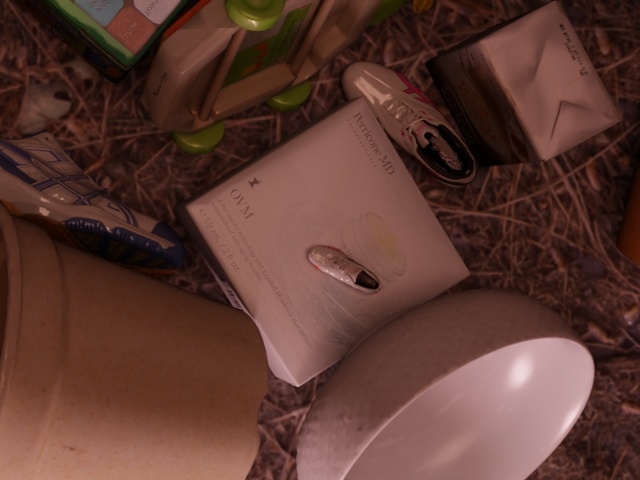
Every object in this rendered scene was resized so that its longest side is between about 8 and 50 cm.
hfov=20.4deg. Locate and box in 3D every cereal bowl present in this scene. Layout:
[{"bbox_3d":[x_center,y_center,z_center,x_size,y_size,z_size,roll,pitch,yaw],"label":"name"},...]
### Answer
[{"bbox_3d":[0.112,0.171,1.858,0.339,0.339,0.141,-33,57,-8],"label":"cereal bowl"}]

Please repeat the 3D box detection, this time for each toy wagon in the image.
[{"bbox_3d":[-0.023,-0.217,1.826,0.344,0.267,0.068,-28,76,-28],"label":"toy wagon"}]

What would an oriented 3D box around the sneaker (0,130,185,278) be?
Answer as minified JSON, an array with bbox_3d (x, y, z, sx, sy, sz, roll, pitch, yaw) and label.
[{"bbox_3d":[-0.271,-0.052,1.867,0.296,0.112,0.131,20,56,-25],"label":"sneaker"}]

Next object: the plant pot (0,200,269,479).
[{"bbox_3d":[-0.233,0.149,1.778,0.305,0.334,0.334,14,88,-29],"label":"plant pot"}]

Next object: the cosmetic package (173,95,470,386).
[{"bbox_3d":[0.000,0.000,1.901,0.224,0.138,0.224,-33,96,-9],"label":"cosmetic package"}]

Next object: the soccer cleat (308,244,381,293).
[{"bbox_3d":[0.026,0.029,1.817,0.083,0.035,0.029,31,86,-9],"label":"soccer cleat"}]

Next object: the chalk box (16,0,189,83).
[{"bbox_3d":[-0.208,-0.286,1.784,0.179,0.289,0.180,41,84,-8],"label":"chalk box"}]

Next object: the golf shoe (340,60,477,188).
[{"bbox_3d":[0.101,-0.132,1.943,0.186,0.086,0.067,41,85,-4],"label":"golf shoe"}]

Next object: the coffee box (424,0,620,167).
[{"bbox_3d":[0.208,-0.159,1.879,0.098,0.246,0.141,-29,94,-7],"label":"coffee box"}]

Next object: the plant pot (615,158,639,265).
[{"bbox_3d":[0.423,-0.047,1.955,0.205,0.205,0.188,25,102,-9],"label":"plant pot"}]
